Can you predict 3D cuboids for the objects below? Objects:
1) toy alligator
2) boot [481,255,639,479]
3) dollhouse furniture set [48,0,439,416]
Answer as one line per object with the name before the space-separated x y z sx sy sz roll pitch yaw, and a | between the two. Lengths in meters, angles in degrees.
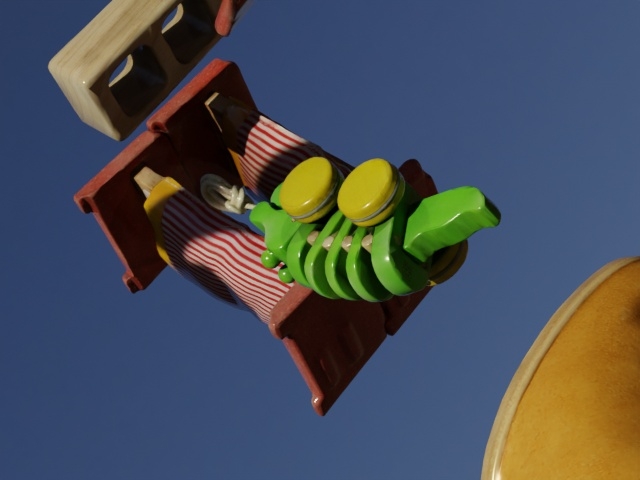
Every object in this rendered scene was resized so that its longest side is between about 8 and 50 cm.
toy alligator | 0.000 0.000 0.860 0.056 0.189 0.051 43 -115 -34
boot | 0.147 0.119 0.614 0.104 0.211 0.295 57 -136 -34
dollhouse furniture set | -0.071 -0.082 1.258 0.152 0.201 0.374 -48 -37 -17
